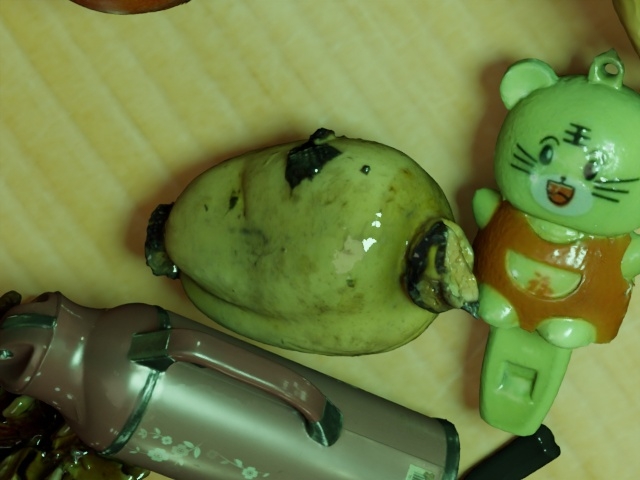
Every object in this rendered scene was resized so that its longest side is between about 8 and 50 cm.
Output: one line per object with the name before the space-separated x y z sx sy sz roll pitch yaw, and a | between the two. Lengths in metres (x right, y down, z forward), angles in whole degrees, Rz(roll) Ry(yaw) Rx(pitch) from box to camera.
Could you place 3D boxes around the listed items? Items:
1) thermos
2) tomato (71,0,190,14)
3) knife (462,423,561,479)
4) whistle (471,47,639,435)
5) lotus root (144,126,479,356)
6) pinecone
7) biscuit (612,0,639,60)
thermos | -0.067 0.122 1.249 0.330 0.136 0.109 23 90 -17
tomato | -0.119 -0.229 1.220 0.173 0.099 0.189 30 76 18
knife | 0.080 0.207 1.350 0.230 0.060 0.028 -38 76 25
whistle | 0.159 0.005 1.223 0.131 0.106 0.288 18 114 11
lotus root | 0.000 0.000 1.248 0.257 0.140 0.154 6 127 28
pinecone | -0.217 0.131 1.349 0.179 0.150 0.195 -25 94 21
biscuit | 0.334 -0.234 1.020 0.365 0.062 0.385 4 127 -15
